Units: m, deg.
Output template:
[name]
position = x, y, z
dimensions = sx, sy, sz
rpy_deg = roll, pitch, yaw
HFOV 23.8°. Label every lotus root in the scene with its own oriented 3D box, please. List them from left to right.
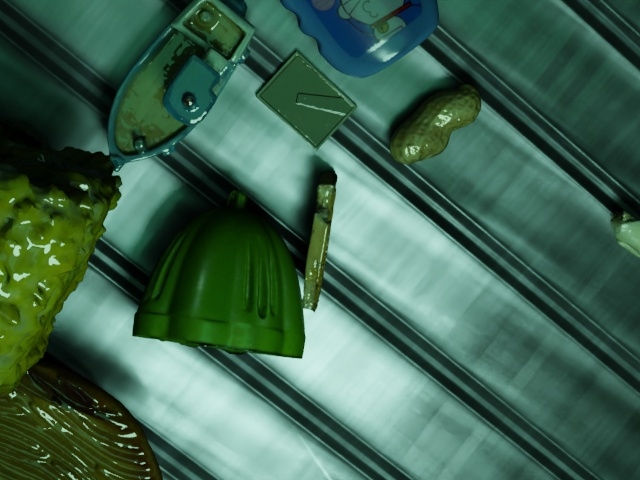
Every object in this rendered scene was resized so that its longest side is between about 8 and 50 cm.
[lotus root]
position = -0.096, 0.031, 1.556
dimensions = 0.186, 0.186, 0.186
rpy_deg = -2, 104, -7

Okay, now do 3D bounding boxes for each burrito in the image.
[burrito]
position = 0.386, 0.026, 1.660
dimensions = 0.185, 0.045, 0.041
rpy_deg = 34, 97, -14

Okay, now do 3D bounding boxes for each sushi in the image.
[sushi]
position = -0.380, -0.030, 1.375
dimensions = 0.351, 0.396, 0.240
rpy_deg = 26, 99, -5

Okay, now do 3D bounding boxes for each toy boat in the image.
[toy boat]
position = -0.145, -0.157, 1.524
dimensions = 0.088, 0.102, 0.215
rpy_deg = 38, 97, -11

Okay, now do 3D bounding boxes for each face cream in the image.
[face cream]
position = 0.009, -0.298, 1.517
dimensions = 0.149, 0.083, 0.264
rpy_deg = -36, 104, -1

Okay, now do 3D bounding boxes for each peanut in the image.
[peanut]
position = 0.121, -0.121, 1.592
dimensions = 0.113, 0.054, 0.054
rpy_deg = -40, 105, 3

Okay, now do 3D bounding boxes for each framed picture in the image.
[framed picture]
position = -0.014, -0.146, 1.590
dimensions = 0.089, 0.006, 0.066
rpy_deg = 41, 95, -14

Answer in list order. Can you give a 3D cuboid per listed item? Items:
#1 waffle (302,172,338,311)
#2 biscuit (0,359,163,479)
[waffle]
position = 0.000, 0.000, 1.585
dimensions = 0.021, 0.092, 0.135
rpy_deg = 8, 104, 2
[biscuit]
position = -0.320, 0.260, 1.589
dimensions = 0.318, 0.040, 0.317
rpy_deg = 3, 115, 8
